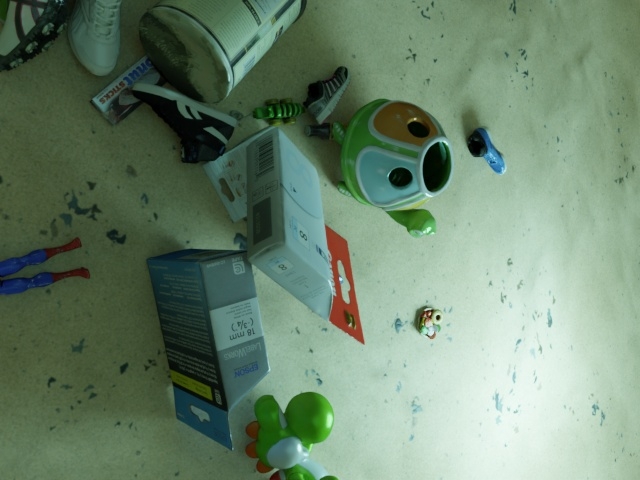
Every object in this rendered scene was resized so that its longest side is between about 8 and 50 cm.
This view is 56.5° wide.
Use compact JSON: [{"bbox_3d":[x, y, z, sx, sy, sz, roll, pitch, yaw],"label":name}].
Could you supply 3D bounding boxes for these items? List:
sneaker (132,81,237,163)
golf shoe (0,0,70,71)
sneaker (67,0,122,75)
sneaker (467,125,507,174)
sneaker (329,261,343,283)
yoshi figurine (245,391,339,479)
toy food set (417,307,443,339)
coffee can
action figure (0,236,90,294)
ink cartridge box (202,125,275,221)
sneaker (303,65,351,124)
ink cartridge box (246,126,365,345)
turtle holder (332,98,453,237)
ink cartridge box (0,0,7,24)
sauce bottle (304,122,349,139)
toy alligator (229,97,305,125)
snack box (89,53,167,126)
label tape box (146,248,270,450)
[{"bbox_3d":[-0.272,-0.216,1.157,0.217,0.079,0.121,17,93,-36],"label":"sneaker"},{"bbox_3d":[-0.471,-0.402,0.981,0.120,0.105,0.273,40,101,-16],"label":"golf shoe"},{"bbox_3d":[-0.394,-0.415,1.060,0.090,0.115,0.232,-3,92,-34],"label":"sneaker"},{"bbox_3d":[0.468,-0.242,1.685,0.085,0.058,0.152,-37,106,-35],"label":"sneaker"},{"bbox_3d":[-0.044,0.045,1.332,0.090,0.081,0.232,-45,119,-4],"label":"sneaker"},{"bbox_3d":[-0.013,0.480,1.290,0.203,0.204,0.362,-35,107,-46],"label":"yoshi figurine"},{"bbox_3d":[0.292,0.221,1.589,0.083,0.020,0.082,15,81,-34],"label":"toy food set"},{"bbox_3d":[-0.180,-0.428,1.140,0.201,0.202,0.275,48,59,-25],"label":"coffee can"},{"bbox_3d":[-0.521,0.065,0.966,0.280,0.139,0.091,-18,99,-31],"label":"action figure"},{"bbox_3d":[-0.146,-0.144,1.288,0.179,0.045,0.145,-31,108,-11],"label":"ink cartridge box"},{"bbox_3d":[0.013,-0.350,1.371,0.075,0.063,0.170,34,63,-17],"label":"sneaker"},{"bbox_3d":[0.000,0.000,1.208,0.385,0.091,0.308,41,30,-40],"label":"ink cartridge box"},{"bbox_3d":[0.176,-0.158,1.374,0.243,0.227,0.320,-8,111,-42],"label":"turtle holder"},{"bbox_3d":[-0.517,-0.523,1.001,0.255,0.097,0.189,-43,119,11],"label":"ink cartridge box"},{"bbox_3d":[0.022,-0.255,1.392,0.128,0.042,0.042,-8,95,-34],"label":"sauce bottle"},{"bbox_3d":[-0.103,-0.281,1.299,0.190,0.051,0.056,-13,97,-34],"label":"toy alligator"},{"bbox_3d":[-0.354,-0.298,1.144,0.178,0.022,0.064,-50,117,-24],"label":"snack box"},{"bbox_3d":[-0.206,0.186,1.115,0.106,0.241,0.333,-14,99,-36],"label":"label tape box"}]
